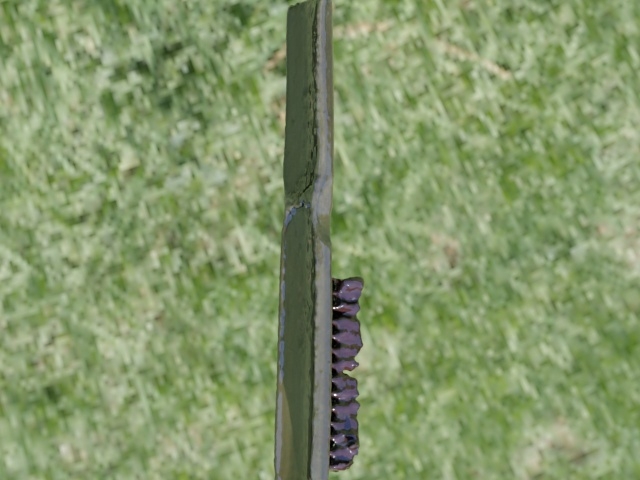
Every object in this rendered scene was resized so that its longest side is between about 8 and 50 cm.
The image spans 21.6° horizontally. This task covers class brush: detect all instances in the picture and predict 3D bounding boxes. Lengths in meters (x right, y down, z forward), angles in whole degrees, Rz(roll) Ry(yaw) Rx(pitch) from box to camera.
[{"bbox_3d":[0.000,0.000,0.845,0.036,0.248,0.043,5,172,-38],"label":"brush"}]
